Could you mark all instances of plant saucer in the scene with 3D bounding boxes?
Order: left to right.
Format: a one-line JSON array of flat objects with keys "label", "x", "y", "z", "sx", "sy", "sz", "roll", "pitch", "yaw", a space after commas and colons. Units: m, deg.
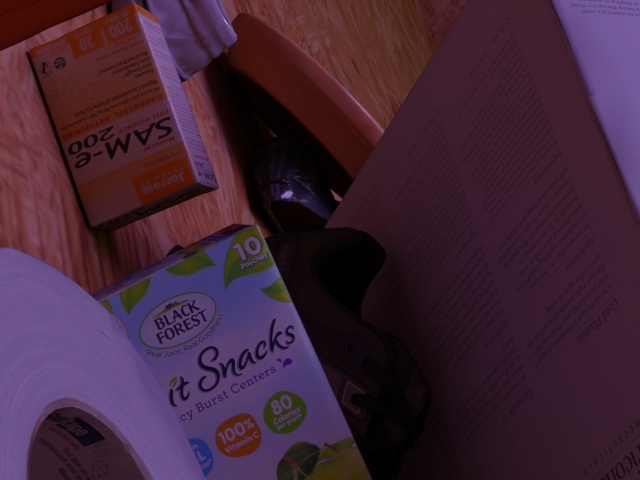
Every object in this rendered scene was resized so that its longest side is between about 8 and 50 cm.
[{"label": "plant saucer", "x": -0.003, "y": -0.085, "z": 1.184, "sx": 0.200, "sy": 0.037, "sz": 0.200, "roll": 44, "pitch": -6, "yaw": 6}]

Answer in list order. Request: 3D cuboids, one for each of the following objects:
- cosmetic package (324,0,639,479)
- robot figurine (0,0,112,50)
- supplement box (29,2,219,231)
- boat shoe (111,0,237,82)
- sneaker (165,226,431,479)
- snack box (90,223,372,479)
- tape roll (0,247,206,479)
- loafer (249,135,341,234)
[{"label": "cosmetic package", "x": 0.099, "y": 0.068, "z": 0.841, "sx": 0.377, "sy": 0.097, "sz": 0.284, "roll": 123, "pitch": -38, "yaw": -49}, {"label": "robot figurine", "x": -0.095, "y": -0.151, "z": 0.587, "sx": 0.158, "sy": 0.219, "sz": 0.128, "roll": -44, "pitch": 112, "yaw": -77}, {"label": "supplement box", "x": -0.099, "y": -0.061, "z": 0.800, "sx": 0.036, "sy": 0.062, "sz": 0.098, "roll": 17, "pitch": 52, "yaw": -77}, {"label": "boat shoe", "x": -0.095, "y": -0.188, "z": 1.021, "sx": 0.083, "sy": 0.076, "sz": 0.226, "roll": 52, "pitch": 19, "yaw": -54}, {"label": "sneaker", "x": -0.002, "y": 0.106, "z": 0.785, "sx": 0.111, "sy": 0.121, "sz": 0.300, "roll": 51, "pitch": 20, "yaw": -52}, {"label": "snack box", "x": -0.046, "y": 0.077, "z": 0.687, "sx": 0.141, "sy": 0.100, "sz": 0.037, "roll": 66, "pitch": -20, "yaw": -9}, {"label": "tape roll", "x": -0.091, "y": 0.115, "z": 0.488, "sx": 0.219, "sy": 0.072, "sz": 0.219, "roll": -22, "pitch": 90, "yaw": -79}, {"label": "loafer", "x": 0.000, "y": 0.000, "z": 1.174, "sx": 0.170, "sy": 0.062, "sz": 0.061, "roll": 48, "pitch": 30, "yaw": -35}]
